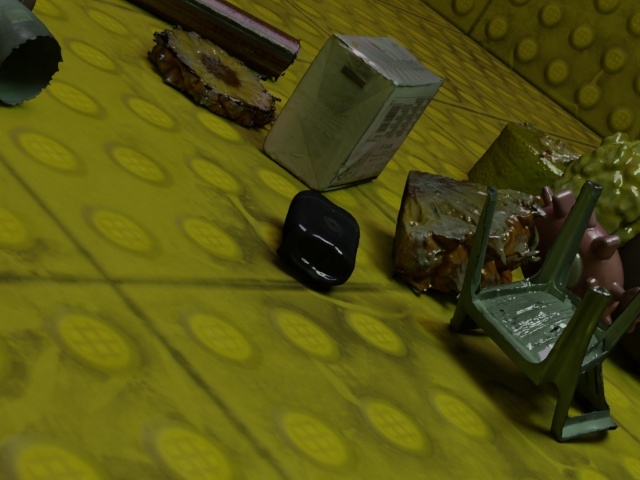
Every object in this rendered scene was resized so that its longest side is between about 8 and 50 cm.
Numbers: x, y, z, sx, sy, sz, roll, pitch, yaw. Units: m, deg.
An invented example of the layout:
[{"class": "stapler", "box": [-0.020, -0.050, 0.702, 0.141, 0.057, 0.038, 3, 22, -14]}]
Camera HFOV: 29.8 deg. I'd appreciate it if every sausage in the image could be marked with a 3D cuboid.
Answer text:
[{"class": "sausage", "box": [-0.207, -0.363, 1.863, 0.371, 0.082, 0.082, 26, 19, -18]}]

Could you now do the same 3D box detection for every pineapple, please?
[{"class": "pineapple", "box": [0.168, -0.011, 1.497, 0.236, 0.114, 0.186, -3, 33, -37]}, {"class": "pineapple", "box": [-0.144, -0.222, 1.664, 0.221, 0.047, 0.221, 32, 21, -14]}]

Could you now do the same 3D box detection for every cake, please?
[{"class": "cake", "box": [0.370, -0.110, 2.075, 0.179, 0.156, 0.260, 44, 18, 10]}]

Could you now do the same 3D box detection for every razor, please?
[{"class": "razor", "box": [0.000, 0.000, 1.314, 0.090, 0.054, 0.148, 31, 19, -8]}]

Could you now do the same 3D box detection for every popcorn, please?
[{"class": "popcorn", "box": [0.425, -0.030, 1.833, 0.225, 0.286, 0.174, -11, 56, -34]}]

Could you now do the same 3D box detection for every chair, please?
[{"class": "chair", "box": [0.267, 0.090, 1.333, 0.190, 0.275, 0.203, -12, 45, -33]}]

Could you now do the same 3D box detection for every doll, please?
[{"class": "doll", "box": [0.330, 0.035, 1.569, 0.093, 0.211, 0.262, -16, 37, -23]}]

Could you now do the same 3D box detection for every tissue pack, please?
[{"class": "tissue pack", "box": [0.046, -0.173, 1.625, 0.124, 0.185, 0.225, 41, 20, 11]}]

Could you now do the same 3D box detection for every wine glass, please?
[{"class": "wine glass", "box": [-0.377, -0.318, 1.187, 0.309, 0.264, 0.096, 41, 48, 20]}]

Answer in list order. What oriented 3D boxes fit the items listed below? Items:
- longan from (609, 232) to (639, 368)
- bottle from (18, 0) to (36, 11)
[{"class": "longan", "box": [0.527, 0.087, 1.681, 0.258, 0.258, 0.258, 30, 19, -11]}, {"class": "bottle", "box": [-0.396, -0.296, 1.402, 0.053, 0.053, 0.140, 43, 21, 27]}]
